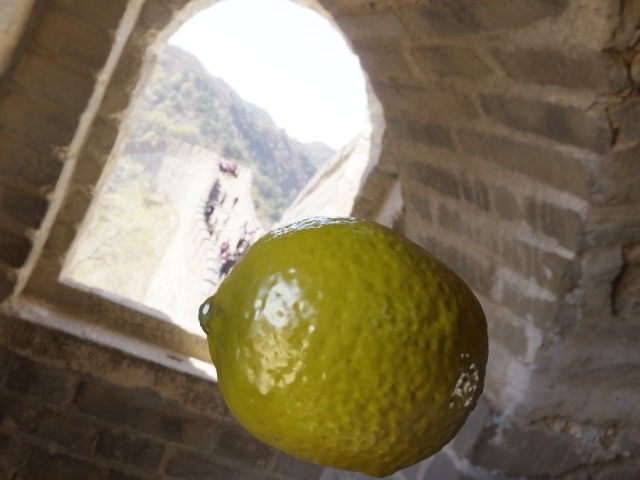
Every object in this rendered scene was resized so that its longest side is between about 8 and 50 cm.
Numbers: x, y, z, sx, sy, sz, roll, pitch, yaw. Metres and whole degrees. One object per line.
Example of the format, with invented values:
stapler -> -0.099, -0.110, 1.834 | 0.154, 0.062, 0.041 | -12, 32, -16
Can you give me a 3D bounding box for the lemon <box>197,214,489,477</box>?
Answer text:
lemon -> 0.035, 0.124, 0.774 | 0.336, 0.336, 0.336 | 24, 5, -2
